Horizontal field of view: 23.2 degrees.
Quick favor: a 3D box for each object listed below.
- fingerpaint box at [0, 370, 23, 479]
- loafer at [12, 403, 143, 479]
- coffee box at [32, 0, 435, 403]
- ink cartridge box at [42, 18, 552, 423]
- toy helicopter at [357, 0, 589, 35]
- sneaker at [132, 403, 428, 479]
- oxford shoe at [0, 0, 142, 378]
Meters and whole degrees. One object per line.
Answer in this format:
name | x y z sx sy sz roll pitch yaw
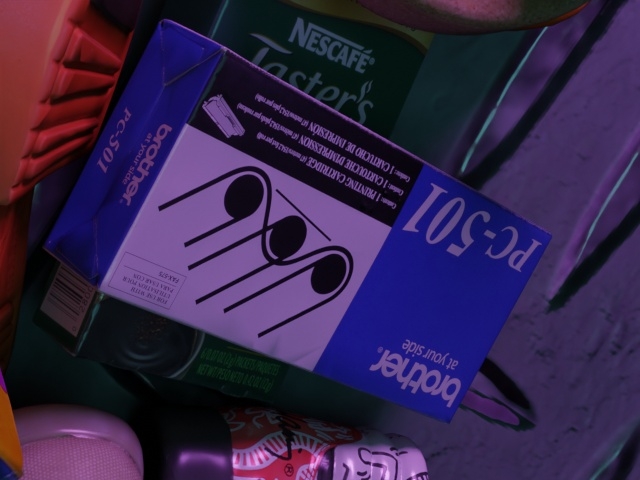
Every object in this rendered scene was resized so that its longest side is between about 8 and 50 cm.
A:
fingerpaint box | -0.346 0.000 0.320 0.445 0.163 0.371 -23 147 2
loafer | -0.131 0.194 0.630 0.102 0.092 0.268 6 117 -19
coffee box | -0.033 -0.030 0.644 0.113 0.040 0.184 20 97 -42
ink cartridge box | 0.000 0.000 0.623 0.207 0.046 0.097 25 95 -44
toy helicopter | 0.059 -0.257 0.594 0.235 0.140 0.355 8 89 -26
sneaker | -0.026 0.207 0.701 0.145 0.090 0.270 6 100 -22
oxford shoe | -0.184 0.015 0.584 0.133 0.130 0.363 24 99 2
